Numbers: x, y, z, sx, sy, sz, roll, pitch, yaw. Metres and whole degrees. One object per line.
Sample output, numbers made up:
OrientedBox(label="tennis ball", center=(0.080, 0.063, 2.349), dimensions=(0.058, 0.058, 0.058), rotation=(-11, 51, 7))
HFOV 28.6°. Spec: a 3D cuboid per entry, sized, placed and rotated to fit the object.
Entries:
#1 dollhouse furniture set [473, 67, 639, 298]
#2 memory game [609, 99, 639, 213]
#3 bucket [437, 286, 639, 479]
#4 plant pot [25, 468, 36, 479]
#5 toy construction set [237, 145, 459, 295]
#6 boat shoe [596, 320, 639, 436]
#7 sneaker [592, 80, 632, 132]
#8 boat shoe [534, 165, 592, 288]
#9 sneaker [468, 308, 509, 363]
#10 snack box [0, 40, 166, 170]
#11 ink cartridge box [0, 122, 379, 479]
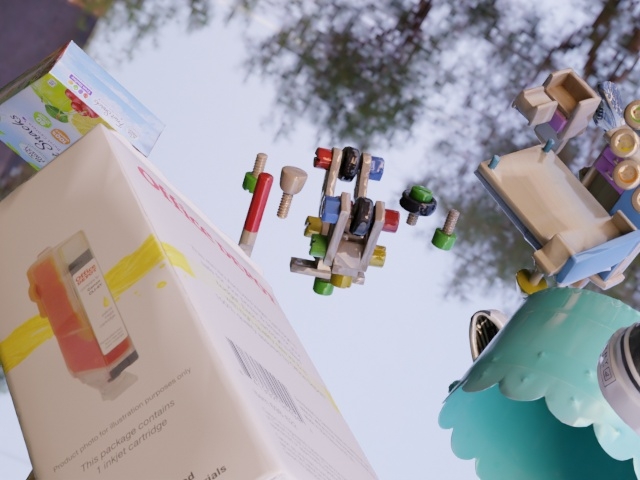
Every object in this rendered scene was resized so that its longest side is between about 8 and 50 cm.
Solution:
OrientedBox(label="dollhouse furniture set", center=(0.290, -0.045, 1.704), dimensions=(0.286, 0.303, 0.198), rotation=(52, -41, 23))
OrientedBox(label="memory game", center=(0.445, -0.106, 1.528), dimensions=(0.186, 0.186, 0.012), rotation=(-62, 174, 1))
OrientedBox(label="bucket", center=(0.300, 0.202, 1.484), dimensions=(0.183, 0.281, 0.281), rotation=(-53, -167, -29))
OrientedBox(label="plant pot", center=(-0.228, 0.321, 1.450), dimensions=(0.291, 0.291, 0.203), rotation=(-42, -175, 45))
OrientedBox(label="toy construction set", center=(0.000, 0.000, 1.937), dimensions=(0.257, 0.309, 0.237), rotation=(47, -54, 47))
OrientedBox(label="boat shoe", center=(0.372, 0.166, 0.973), dimensions=(0.119, 0.335, 0.121), rotation=(-42, -160, 47))
OrientedBox(label="sneaker", center=(0.495, -0.220, 2.166), dimensions=(0.058, 0.135, 0.052), rotation=(-10, -131, 26))
OrientedBox(label="boat shoe", center=(0.476, -0.084, 2.061), dimensions=(0.342, 0.123, 0.123), rotation=(-58, 162, 17))
OrientedBox(label="sneaker", center=(0.289, 0.231, 2.004), dimensions=(0.094, 0.091, 0.258), rotation=(-28, -111, 23))
OrientedBox(label="snack box", center=(-0.341, -0.160, 1.709), dimensions=(0.207, 0.174, 0.070), rotation=(-20, -144, 48))
OrientedBox(label="ink cartridge box", center=(-0.095, 0.134, 0.959), dimensions=(0.160, 0.279, 0.384), rotation=(-37, -134, 5))
